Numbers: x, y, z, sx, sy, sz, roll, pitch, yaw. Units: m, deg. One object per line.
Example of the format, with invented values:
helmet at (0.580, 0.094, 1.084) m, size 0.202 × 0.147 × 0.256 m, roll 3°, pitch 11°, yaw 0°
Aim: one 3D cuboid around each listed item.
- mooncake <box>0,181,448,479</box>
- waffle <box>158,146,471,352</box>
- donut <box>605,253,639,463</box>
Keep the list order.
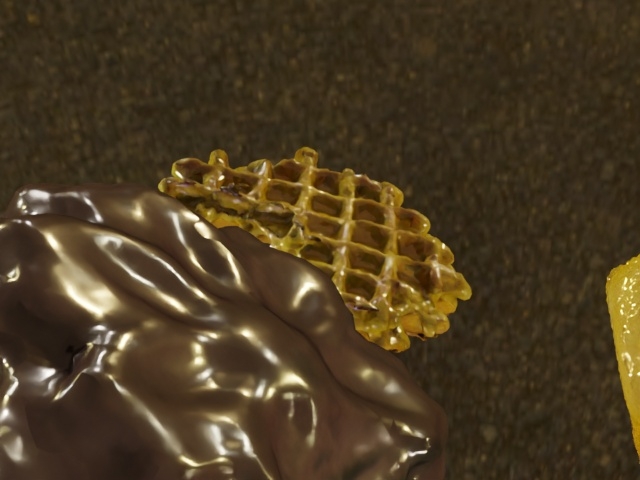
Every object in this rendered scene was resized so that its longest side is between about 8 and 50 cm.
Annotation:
mooncake at (-0.096, 0.127, 1.002) m, size 0.351 × 0.212 × 0.381 m, roll 38°, pitch 24°, yaw 0°
waffle at (0.000, 0.000, 1.457) m, size 0.260 × 0.069 × 0.293 m, roll -11°, pitch 42°, yaw -37°
donut at (0.291, 0.135, 1.234) m, size 0.101 × 0.259 × 0.152 m, roll -11°, pitch 19°, yaw 11°
